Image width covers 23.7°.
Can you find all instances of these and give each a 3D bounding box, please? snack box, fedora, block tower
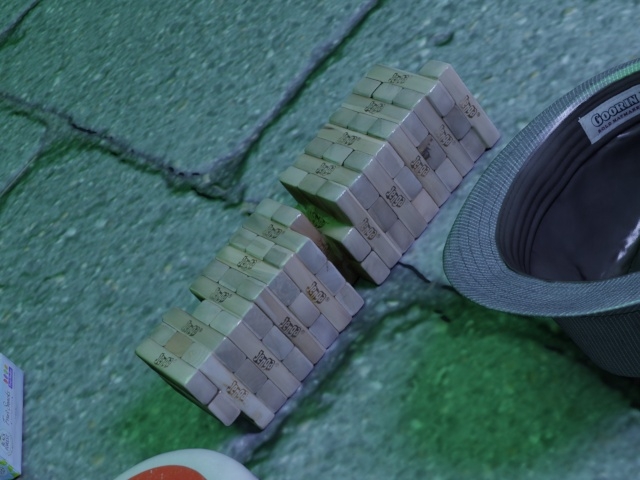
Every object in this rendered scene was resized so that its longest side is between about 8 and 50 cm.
[{"bbox_3d":[-0.326,0.182,1.416,0.100,0.037,0.141,-33,36,15],"label":"snack box"},{"bbox_3d":[0.222,-0.006,1.005,0.244,0.124,0.275,-2,42,41],"label":"fedora"},{"bbox_3d":[0.000,0.000,1.249,0.335,0.091,0.097,-49,36,-12],"label":"block tower"}]

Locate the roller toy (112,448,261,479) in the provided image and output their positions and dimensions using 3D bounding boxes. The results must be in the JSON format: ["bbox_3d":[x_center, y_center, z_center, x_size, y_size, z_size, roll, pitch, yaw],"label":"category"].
[{"bbox_3d":[-0.092,0.246,1.020,0.191,0.146,0.209,16,64,52],"label":"roller toy"}]
